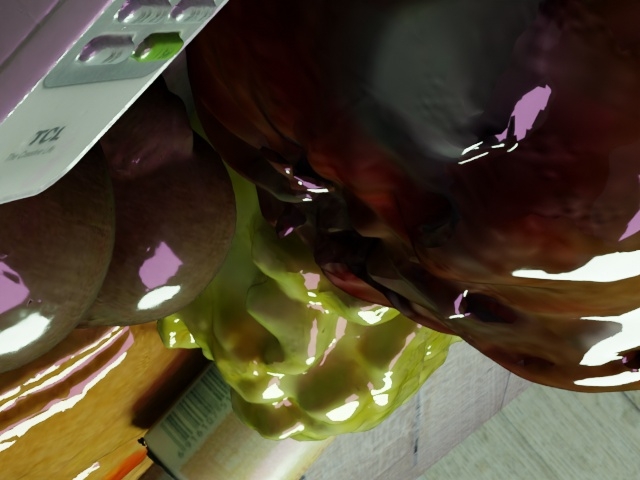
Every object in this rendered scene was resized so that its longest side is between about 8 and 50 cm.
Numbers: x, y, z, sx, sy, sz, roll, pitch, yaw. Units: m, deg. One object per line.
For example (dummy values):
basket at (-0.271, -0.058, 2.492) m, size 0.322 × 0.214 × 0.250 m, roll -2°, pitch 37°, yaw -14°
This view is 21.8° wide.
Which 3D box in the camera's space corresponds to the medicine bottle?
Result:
medicine bottle at (0.061, -0.007, 1.034) m, size 0.426 × 0.108 × 0.108 m, roll -48°, pitch 164°, yaw -2°

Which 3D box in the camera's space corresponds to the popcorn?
popcorn at (0.008, -0.009, 0.870) m, size 0.217 × 0.181 × 0.235 m, roll -46°, pitch 171°, yaw -7°

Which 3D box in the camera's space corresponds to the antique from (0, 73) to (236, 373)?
antique at (-0.116, -0.020, 0.630) m, size 0.121 × 0.143 × 0.257 m, roll -45°, pitch 166°, yaw 11°

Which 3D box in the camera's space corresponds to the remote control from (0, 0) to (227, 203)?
remote control at (-0.019, -0.102, 0.435) m, size 0.250 × 0.034 × 0.103 m, roll -45°, pitch 176°, yaw 14°

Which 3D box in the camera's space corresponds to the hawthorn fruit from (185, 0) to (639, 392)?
hawthorn fruit at (0.105, -0.104, 0.638) m, size 0.324 × 0.308 × 0.308 m, roll -28°, pitch 164°, yaw 0°

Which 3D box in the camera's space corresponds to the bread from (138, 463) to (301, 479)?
bread at (-0.142, 0.252, 1.315) m, size 0.234 × 0.110 × 0.184 m, roll -42°, pitch -179°, yaw -36°

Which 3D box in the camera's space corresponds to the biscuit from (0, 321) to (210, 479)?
biscuit at (-0.212, 0.165, 1.056) m, size 0.349 × 0.078 × 0.455 m, roll -26°, pitch 159°, yaw -53°
